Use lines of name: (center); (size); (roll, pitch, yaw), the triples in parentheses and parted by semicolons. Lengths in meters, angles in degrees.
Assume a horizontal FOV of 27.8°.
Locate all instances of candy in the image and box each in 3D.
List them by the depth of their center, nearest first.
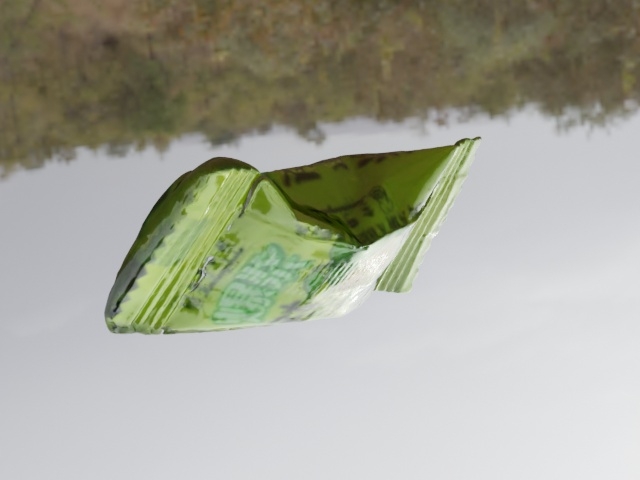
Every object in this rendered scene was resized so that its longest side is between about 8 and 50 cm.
candy: (0.000, 0.000, 0.783); (0.246, 0.069, 0.149); (-13, 147, -44)
